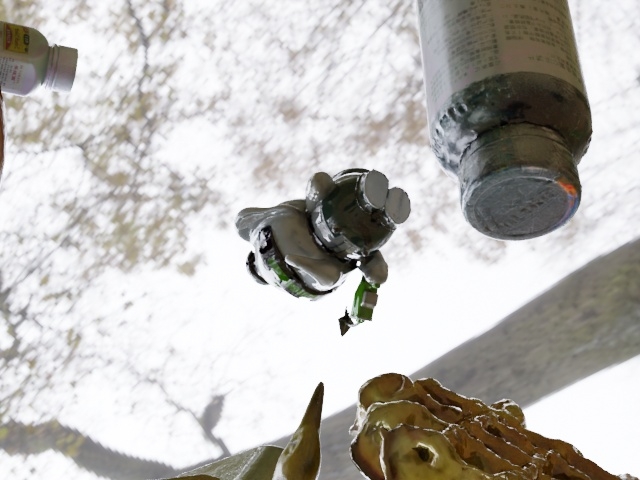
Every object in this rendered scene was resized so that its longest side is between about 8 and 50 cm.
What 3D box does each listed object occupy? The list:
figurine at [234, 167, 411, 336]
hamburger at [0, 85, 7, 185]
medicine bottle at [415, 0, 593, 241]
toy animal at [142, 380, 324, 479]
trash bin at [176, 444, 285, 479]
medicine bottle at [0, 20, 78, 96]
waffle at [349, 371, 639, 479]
[{"bbox_3d":[0.000,0.000,1.302,0.147,0.192,0.126,31,-130,-28],"label":"figurine"},{"bbox_3d":[-0.481,-0.093,1.295,0.250,0.330,0.330,14,-128,-67],"label":"hamburger"},{"bbox_3d":[0.161,-0.141,1.213,0.141,0.141,0.293,18,-133,-23],"label":"medicine bottle"},{"bbox_3d":[-0.038,0.154,0.752,0.219,0.095,0.155,25,-120,-13],"label":"toy animal"},{"bbox_3d":[-0.140,0.353,1.508,0.121,0.243,0.247,55,-143,-12],"label":"trash bin"},{"bbox_3d":[-0.326,-0.196,1.489,0.118,0.055,0.074,11,-145,-19],"label":"medicine bottle"},{"bbox_3d":[0.147,0.167,0.740,0.283,0.309,0.065,24,-82,-26],"label":"waffle"}]
